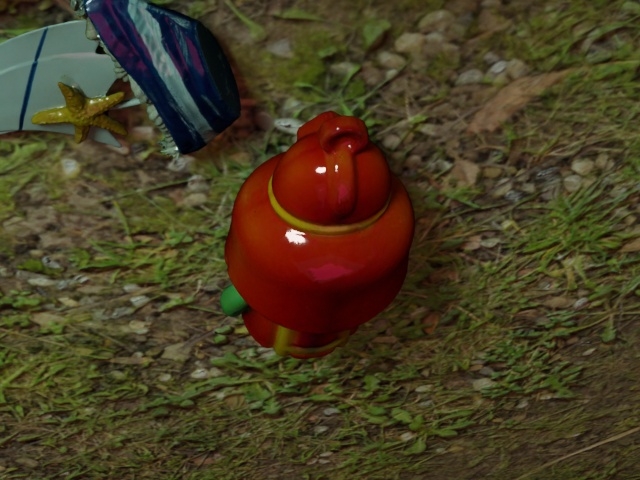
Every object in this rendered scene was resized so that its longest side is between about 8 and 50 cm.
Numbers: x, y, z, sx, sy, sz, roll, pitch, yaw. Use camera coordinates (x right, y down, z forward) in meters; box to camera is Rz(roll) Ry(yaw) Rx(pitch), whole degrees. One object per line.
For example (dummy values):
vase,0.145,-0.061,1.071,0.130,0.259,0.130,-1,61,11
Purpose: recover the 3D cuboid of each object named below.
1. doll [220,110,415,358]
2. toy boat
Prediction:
doll,0.000,-0.001,1.216,0.183,0.160,0.363,-3,146,-9
toy boat,-0.225,-0.131,1.073,0.291,0.067,0.220,-6,148,14
